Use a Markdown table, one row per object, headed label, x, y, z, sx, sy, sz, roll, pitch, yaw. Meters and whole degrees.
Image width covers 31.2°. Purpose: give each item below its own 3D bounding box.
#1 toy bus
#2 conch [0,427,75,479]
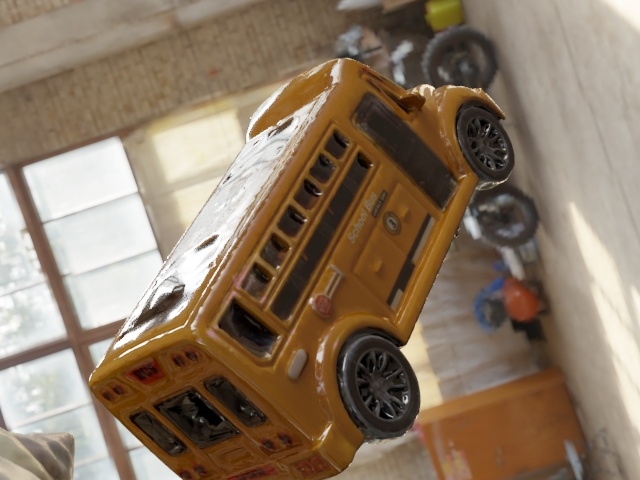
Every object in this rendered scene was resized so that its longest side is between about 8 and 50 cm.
| label | x | y | z | sx | sy | sz | roll | pitch | yaw |
| --- | --- | --- | --- | --- | --- | --- | --- | --- | --- |
| toy bus | 0.000 | 0.000 | 0.426 | 0.088 | 0.083 | 0.194 | 45 | -135 | -17 |
| conch | -0.203 | 0.142 | 0.442 | 0.127 | 0.255 | 0.158 | 57 | 140 | 12 |
